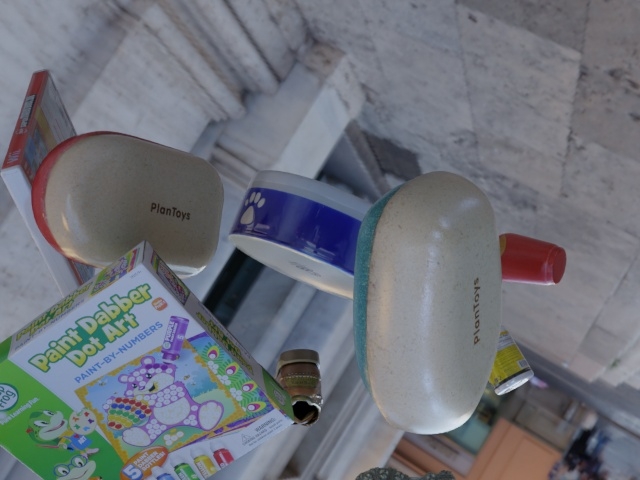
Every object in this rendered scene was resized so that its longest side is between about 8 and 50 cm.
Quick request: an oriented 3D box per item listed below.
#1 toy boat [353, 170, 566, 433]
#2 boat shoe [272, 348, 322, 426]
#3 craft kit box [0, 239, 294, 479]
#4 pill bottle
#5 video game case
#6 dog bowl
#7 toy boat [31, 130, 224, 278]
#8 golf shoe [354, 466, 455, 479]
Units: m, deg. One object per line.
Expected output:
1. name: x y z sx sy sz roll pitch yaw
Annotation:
1. toy boat: 0.129 0.049 0.884 0.148 0.267 0.318 11 -160 36
2. boat shoe: -0.050 0.317 1.685 0.110 0.104 0.307 -4 152 -1
3. craft kit box: -0.197 0.161 0.873 0.247 0.250 0.061 51 -169 -23
4. pill bottle: 0.267 0.169 1.290 0.116 0.065 0.065 62 -173 20
5. video game case: -0.325 -0.069 1.059 0.285 0.025 0.204 -107 2 -56
6. dog bowl: 0.000 0.000 1.270 0.265 0.104 0.265 22 169 5
7. toy boat: -0.231 -0.039 0.975 0.151 0.151 0.231 4 174 37
8. golf shoe: 0.142 0.430 1.447 0.176 0.069 0.086 5 150 -4
